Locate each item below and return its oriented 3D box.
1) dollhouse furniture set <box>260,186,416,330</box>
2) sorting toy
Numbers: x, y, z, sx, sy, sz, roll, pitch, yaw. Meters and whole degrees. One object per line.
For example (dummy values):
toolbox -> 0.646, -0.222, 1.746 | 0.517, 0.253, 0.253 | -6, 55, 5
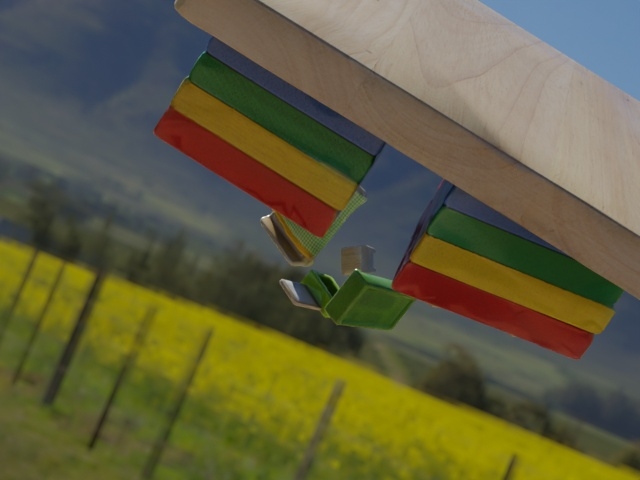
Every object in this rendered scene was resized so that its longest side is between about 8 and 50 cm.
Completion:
dollhouse furniture set -> 0.000, 0.000, 1.332 | 0.058, 0.076, 0.152 | 14, 33, -48
sorting toy -> 0.057, -0.048, 0.926 | 0.255, 0.089, 0.257 | 32, 19, 0
